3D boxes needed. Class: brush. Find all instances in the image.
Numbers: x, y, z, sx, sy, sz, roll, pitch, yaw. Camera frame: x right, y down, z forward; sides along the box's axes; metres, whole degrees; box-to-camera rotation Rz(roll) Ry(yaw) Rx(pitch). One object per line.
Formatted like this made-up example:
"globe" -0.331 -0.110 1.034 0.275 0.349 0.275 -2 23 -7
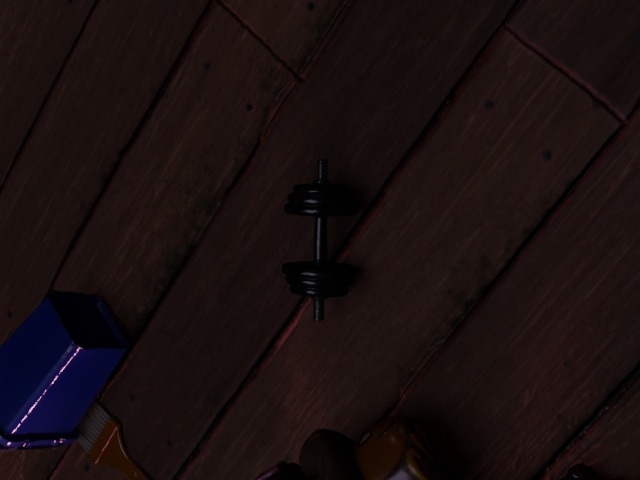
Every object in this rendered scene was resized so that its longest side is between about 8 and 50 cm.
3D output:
"brush" -0.287 0.368 1.616 0.314 0.017 0.090 42 115 23

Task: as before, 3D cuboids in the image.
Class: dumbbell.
"dumbbell" 0.000 0.000 1.336 0.099 0.099 0.208 6 98 33

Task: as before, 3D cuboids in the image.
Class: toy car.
"toy car" 0.078 0.380 1.252 0.240 0.271 0.340 -31 85 4

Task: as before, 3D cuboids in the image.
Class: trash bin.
"trash bin" -0.422 0.199 1.590 0.234 0.184 0.162 -49 60 20

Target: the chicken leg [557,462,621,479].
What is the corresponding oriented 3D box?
"chicken leg" 0.244 0.305 1.176 0.219 0.048 0.089 -15 115 -2
